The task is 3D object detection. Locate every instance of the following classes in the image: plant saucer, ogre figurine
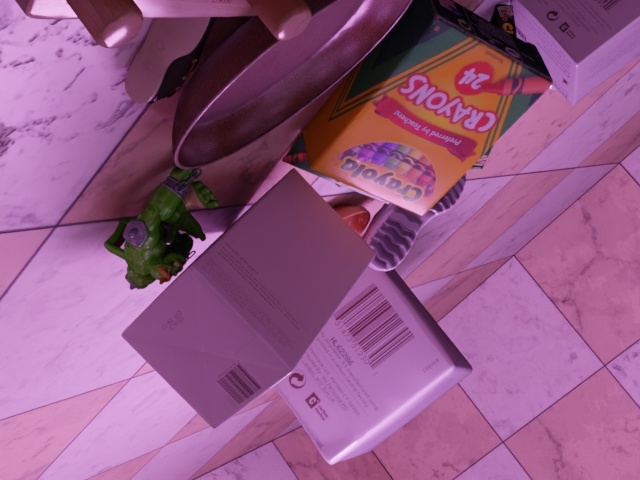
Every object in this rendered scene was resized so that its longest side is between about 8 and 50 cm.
[{"bbox_3d":[-0.035,-0.185,0.956,0.310,0.050,0.310,-38,176,-3],"label":"plant saucer"},{"bbox_3d":[-0.193,-0.008,1.136,0.118,0.097,0.197,-49,-173,-29],"label":"ogre figurine"},{"bbox_3d":[0.000,0.000,1.661,0.200,0.037,0.200,-33,163,-11],"label":"plant saucer"}]

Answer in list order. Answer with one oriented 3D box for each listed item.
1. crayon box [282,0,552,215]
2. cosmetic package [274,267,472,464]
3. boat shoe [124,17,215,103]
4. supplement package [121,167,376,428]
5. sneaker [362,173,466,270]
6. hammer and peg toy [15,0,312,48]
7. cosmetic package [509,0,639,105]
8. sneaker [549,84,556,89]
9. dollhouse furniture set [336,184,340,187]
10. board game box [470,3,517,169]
[{"bbox_3d":[0.119,-0.155,1.224,0.202,0.081,0.318,20,129,-30],"label":"crayon box"},{"bbox_3d":[0.093,0.250,2.029,0.327,0.329,0.393,-40,163,6],"label":"cosmetic package"},{"bbox_3d":[-0.132,-0.179,0.856,0.042,0.049,0.133,-25,163,-52],"label":"boat shoe"},{"bbox_3d":[-0.084,0.068,1.233,0.177,0.175,0.293,-41,-174,37],"label":"supplement package"},{"bbox_3d":[0.154,-0.061,1.706,0.281,0.105,0.115,-46,-166,-20],"label":"sneaker"},{"bbox_3d":[-0.031,-0.260,0.689,0.361,0.127,0.266,-17,155,-51],"label":"hammer and peg toy"},{"bbox_3d":[0.383,-0.322,1.360,0.151,0.151,0.183,-38,163,4],"label":"cosmetic package"},{"bbox_3d":[0.450,-0.345,1.613,0.212,0.080,0.094,-38,154,-23],"label":"sneaker"},{"bbox_3d":[0.081,-0.138,1.470,0.151,0.059,0.076,-20,174,9],"label":"dollhouse furniture set"},{"bbox_3d":[0.255,-0.224,1.411,0.030,0.136,0.260,-3,159,-5],"label":"board game box"}]
